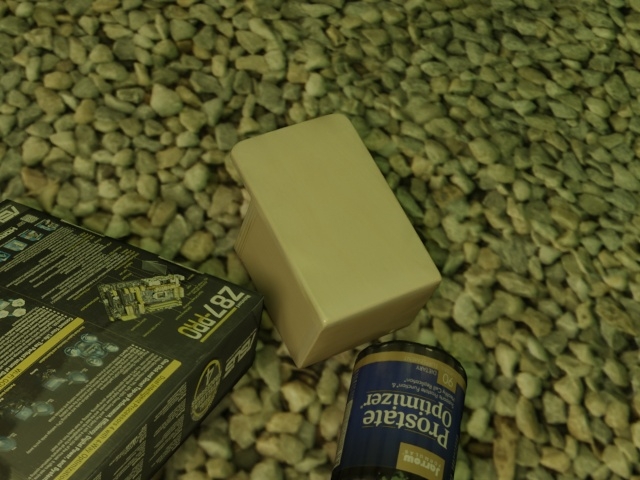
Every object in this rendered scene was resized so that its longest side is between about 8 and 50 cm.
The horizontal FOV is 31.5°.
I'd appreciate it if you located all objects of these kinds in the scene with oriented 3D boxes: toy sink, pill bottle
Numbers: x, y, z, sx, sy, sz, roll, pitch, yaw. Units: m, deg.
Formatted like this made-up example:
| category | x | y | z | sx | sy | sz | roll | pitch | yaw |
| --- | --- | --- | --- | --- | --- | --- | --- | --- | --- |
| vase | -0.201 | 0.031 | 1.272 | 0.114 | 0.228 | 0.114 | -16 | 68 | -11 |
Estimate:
| category | x | y | z | sx | sy | sz | roll | pitch | yaw |
| --- | --- | --- | --- | --- | --- | --- | --- | --- | --- |
| toy sink | 0.000 | 0.000 | 1.274 | 0.153 | 0.131 | 0.234 | -20 | 68 | -25 |
| pill bottle | 0.076 | 0.222 | 1.145 | 0.123 | 0.122 | 0.219 | 16 | 56 | -4 |

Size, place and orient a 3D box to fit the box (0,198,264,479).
| category | x | y | z | sx | sy | sz | roll | pitch | yaw |
| --- | --- | --- | --- | --- | --- | --- | --- | --- | --- |
| box | -0.273 | 0.112 | 1.026 | 0.318 | 0.097 | 0.395 | 17 | 28 | 15 |
